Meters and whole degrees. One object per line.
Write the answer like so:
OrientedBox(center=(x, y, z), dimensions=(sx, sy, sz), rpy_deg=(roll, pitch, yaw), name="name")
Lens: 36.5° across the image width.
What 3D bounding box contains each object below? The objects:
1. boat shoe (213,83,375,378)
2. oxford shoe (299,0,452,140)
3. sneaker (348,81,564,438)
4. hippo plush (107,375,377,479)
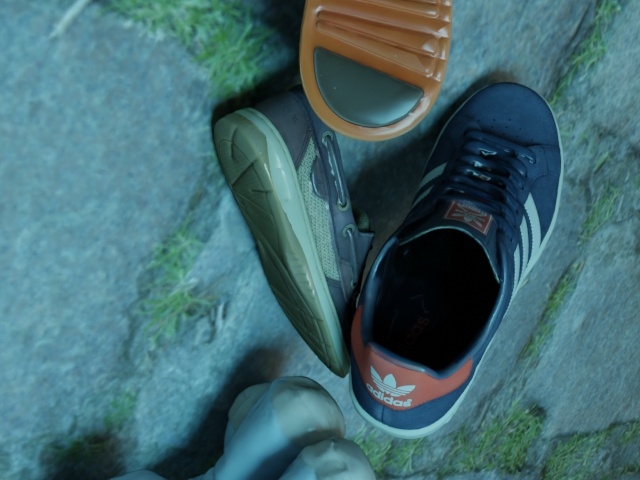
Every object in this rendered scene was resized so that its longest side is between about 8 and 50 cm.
OrientedBox(center=(0.000, 0.000, 0.798), dimensions=(0.092, 0.103, 0.285), rpy_deg=(-34, 130, -16), name="boat shoe")
OrientedBox(center=(0.050, -0.254, 0.678), dimensions=(0.130, 0.133, 0.363), rpy_deg=(13, 98, -3), name="oxford shoe")
OrientedBox(center=(0.125, -0.011, 0.807), dimensions=(0.148, 0.131, 0.350), rpy_deg=(82, 28, -63), name="sneaker")
OrientedBox(center=(-0.114, 0.230, 0.812), dimensions=(0.236, 0.234, 0.294), rpy_deg=(7, 156, -28), name="hippo plush")
